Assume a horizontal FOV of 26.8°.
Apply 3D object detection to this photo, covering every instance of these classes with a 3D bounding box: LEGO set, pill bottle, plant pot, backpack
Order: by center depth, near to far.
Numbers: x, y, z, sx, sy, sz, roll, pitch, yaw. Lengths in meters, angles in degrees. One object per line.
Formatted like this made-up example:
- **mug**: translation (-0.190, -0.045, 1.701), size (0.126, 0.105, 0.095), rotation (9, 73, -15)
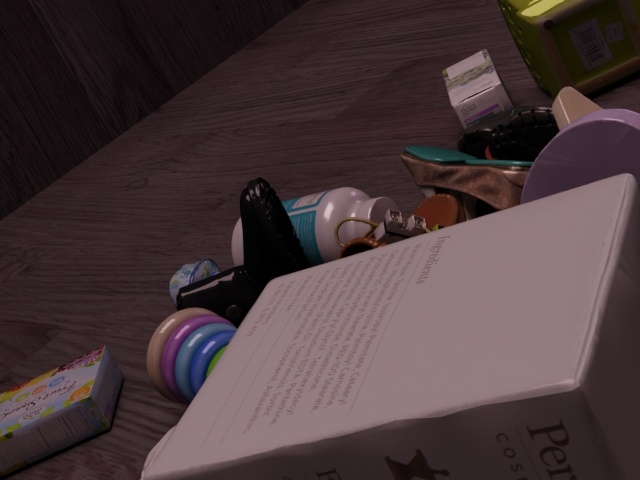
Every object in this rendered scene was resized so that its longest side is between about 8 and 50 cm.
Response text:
- **LEGO set**: translation (0.166, 0.039, 1.796), size (0.093, 0.227, 0.087), rotation (-45, 41, 44)
- **pill bottle**: translation (0.000, 0.000, 2.080), size (0.264, 0.146, 0.146), rotation (-11, 26, 39)
- **backpack**: translation (-0.180, 0.089, 2.146), size (0.084, 0.114, 0.105), rotation (-16, 23, 31)
- **plant pot**: translation (0.445, -0.374, 2.303), size (0.227, 0.228, 0.207), rotation (-24, 28, 10)

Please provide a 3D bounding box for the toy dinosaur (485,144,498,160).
- **toy dinosaur**: translation (0.272, -0.108, 2.109), size (0.047, 0.090, 0.082), rotation (-42, -13, 8)

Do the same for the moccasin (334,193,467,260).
- **moccasin**: translation (0.080, 0.044, 1.868), size (0.139, 0.147, 0.380), rotation (-3, 32, 49)

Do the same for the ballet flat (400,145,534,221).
- **ballet flat**: translation (0.218, -0.081, 2.047), size (0.107, 0.106, 0.316), rotation (-1, 9, -29)

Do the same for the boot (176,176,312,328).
- **boot**: translation (-0.125, 0.050, 1.987), size (0.207, 0.247, 0.094), rotation (-20, 22, 13)

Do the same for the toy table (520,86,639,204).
- **toy table**: translation (0.376, -0.083, 1.690), size (0.161, 0.252, 0.274), rotation (-43, -4, -39)

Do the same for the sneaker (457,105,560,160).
- **sneaker**: translation (0.338, -0.183, 2.150), size (0.267, 0.101, 0.106), rotation (-3, 30, 49)

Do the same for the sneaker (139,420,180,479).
- **sneaker**: translation (-0.191, 0.309, 1.703), size (0.115, 0.090, 0.232), rotation (-36, 12, 40)

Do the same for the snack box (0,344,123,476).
- **snack box**: translation (-0.420, 0.266, 2.097), size (0.207, 0.070, 0.174), rotation (-26, 20, 10)

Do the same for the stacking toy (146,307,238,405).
- **stacking toy**: translation (-0.101, 0.183, 1.810), size (0.141, 0.141, 0.330), rotation (-38, 26, -25)

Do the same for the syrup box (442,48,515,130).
- **syrup box**: translation (0.285, -0.254, 2.391), size (0.093, 0.096, 0.237), rotation (-26, 21, 11)

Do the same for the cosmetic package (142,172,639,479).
- **cosmetic package**: translation (0.130, 0.197, 1.172), size (0.393, 0.329, 0.327), rotation (-18, 22, 28)
